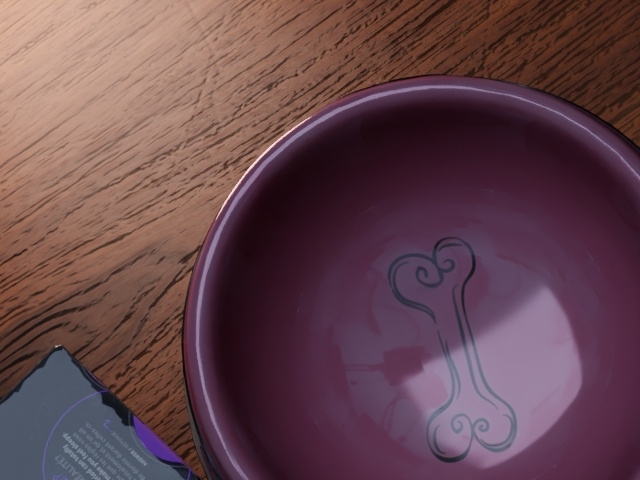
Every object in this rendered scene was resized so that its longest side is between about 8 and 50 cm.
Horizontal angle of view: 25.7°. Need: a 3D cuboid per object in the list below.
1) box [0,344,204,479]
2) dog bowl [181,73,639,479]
[{"bbox_3d":[-0.230,0.244,1.096,0.165,0.143,0.270,41,78,17],"label":"box"},{"bbox_3d":[0.087,0.069,0.963,0.408,0.150,0.408,-2,78,8],"label":"dog bowl"}]
